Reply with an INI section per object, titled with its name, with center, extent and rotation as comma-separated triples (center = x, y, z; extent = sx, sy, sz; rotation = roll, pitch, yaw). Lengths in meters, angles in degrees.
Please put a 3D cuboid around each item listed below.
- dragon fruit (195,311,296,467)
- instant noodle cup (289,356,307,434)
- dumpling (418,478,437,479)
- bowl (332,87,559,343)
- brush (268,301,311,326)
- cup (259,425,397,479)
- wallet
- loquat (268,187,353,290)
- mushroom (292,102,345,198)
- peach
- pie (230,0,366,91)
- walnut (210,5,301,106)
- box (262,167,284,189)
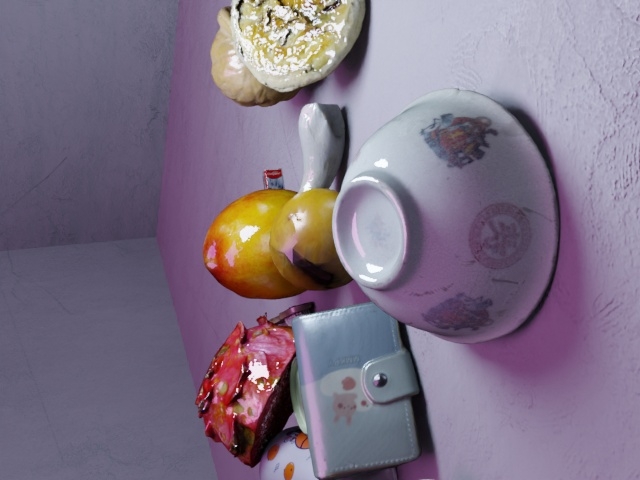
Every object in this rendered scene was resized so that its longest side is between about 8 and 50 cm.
[dragon fruit]
center = -0.172, 0.356, 2.000
extent = 0.371, 0.249, 0.386
rotation = 38, -105, -78
[instant noodle cup]
center = 0.040, 0.343, 1.826
extent = 0.235, 0.178, 0.234
rotation = 176, 90, -70
[dumpling]
center = 0.243, 0.643, 1.436
extent = 0.316, 0.233, 0.395
rotation = 3, 84, 37
[bowl]
center = 0.148, -0.026, 1.285
extent = 0.435, 0.196, 0.434
rotation = 14, 108, 50
[brush]
center = -0.091, 0.234, 2.296
extent = 0.065, 0.070, 0.327
rotation = 71, 158, 6
[cup]
center = 0.000, 0.554, 1.852
extent = 0.317, 0.212, 0.212
rotation = -5, 91, 57
[wallet]
center = 0.078, 0.305, 1.663
extent = 0.083, 0.252, 0.360
rotation = 45, -147, -67
[loquat]
center = 0.000, 0.000, 1.768
extent = 0.235, 0.235, 0.235
rotation = 174, 90, -69
[mushroom]
center = -0.003, -0.191, 1.871
extent = 0.103, 0.118, 0.270
rotation = 22, 111, 50
[peach]
center = -0.135, 0.015, 1.994
extent = 0.308, 0.332, 0.307
rotation = 28, 124, 53
[pie]
center = -0.054, -0.499, 1.754
extent = 0.077, 0.339, 0.339
rotation = 10, -110, -68
[walnut]
center = -0.141, -0.470, 1.966
extent = 0.296, 0.285, 0.285
rotation = -51, 38, 14
[box]
center = -0.127, -0.099, 2.308
extent = 0.039, 0.055, 0.218
rotation = 155, 107, -66
